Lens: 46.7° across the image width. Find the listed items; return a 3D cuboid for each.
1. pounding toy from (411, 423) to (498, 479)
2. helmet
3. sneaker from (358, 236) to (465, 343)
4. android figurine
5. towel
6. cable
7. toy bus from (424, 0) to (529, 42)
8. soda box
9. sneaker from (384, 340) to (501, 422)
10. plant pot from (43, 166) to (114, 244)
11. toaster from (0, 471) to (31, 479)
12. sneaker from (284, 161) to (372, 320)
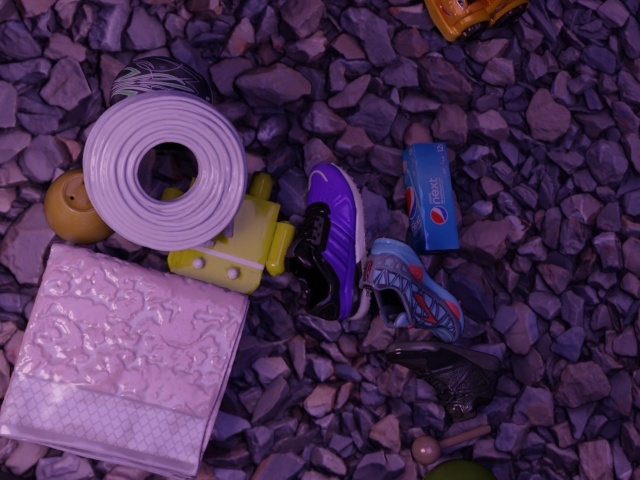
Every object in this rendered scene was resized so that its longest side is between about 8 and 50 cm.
[{"bbox_3d":[0.265,0.457,1.310,0.183,0.110,0.237,-5,81,-17],"label":"pounding toy"},{"bbox_3d":[-0.274,-0.237,1.271,0.169,0.161,0.169,3,78,-15],"label":"helmet"},{"bbox_3d":[0.154,0.116,1.325,0.262,0.104,0.125,46,61,-25],"label":"sneaker"},{"bbox_3d":[-0.172,-0.006,1.312,0.248,0.056,0.273,19,73,-12],"label":"android figurine"},{"bbox_3d":[-0.309,0.192,1.185,0.332,0.053,0.317,17,74,-12],"label":"towel"},{"bbox_3d":[-0.244,-0.108,1.179,0.257,0.089,0.257,4,104,-18],"label":"cable"},{"bbox_3d":[0.346,-0.519,1.481,0.220,0.211,0.149,-27,89,-18],"label":"toy bus"},{"bbox_3d":[0.210,-0.079,1.427,0.071,0.067,0.210,-3,79,-16],"label":"soda box"},{"bbox_3d":[0.222,0.255,1.351,0.227,0.087,0.130,17,68,-17],"label":"sneaker"},{"bbox_3d":[-0.395,-0.068,1.238,0.134,0.095,0.134,3,77,-15],"label":"plant pot"},{"bbox_3d":[-0.476,0.438,1.105,0.186,0.110,0.168,21,73,-11],"label":"toaster"},{"bbox_3d":[0.001,0.000,1.310,0.146,0.102,0.293,-2,78,-38],"label":"sneaker"}]
